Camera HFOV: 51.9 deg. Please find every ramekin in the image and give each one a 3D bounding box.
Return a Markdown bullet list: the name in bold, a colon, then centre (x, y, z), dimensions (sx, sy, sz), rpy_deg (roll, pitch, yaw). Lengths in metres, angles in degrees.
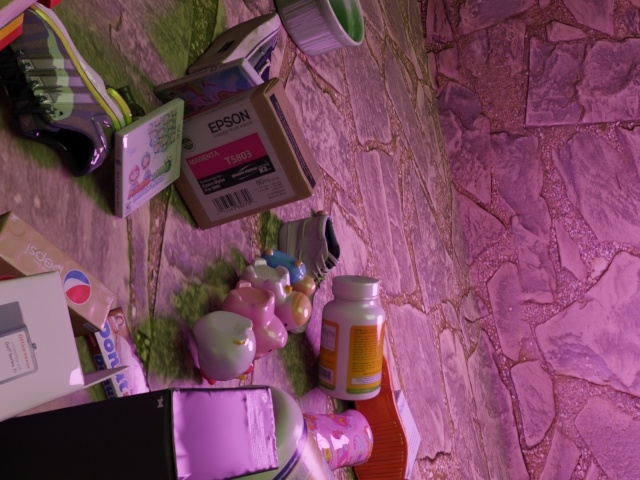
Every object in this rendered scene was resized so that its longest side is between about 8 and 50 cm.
- **ramekin**: centre (-0.008, -0.663, 1.822), dimensions (0.303, 0.148, 0.303), rpy_deg (44, 38, -49)

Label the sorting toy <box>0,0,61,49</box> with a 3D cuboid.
- **sorting toy**: centre (-0.401, -0.336, 0.725), dimensions (0.255, 0.089, 0.257), rpy_deg (30, 49, -6)

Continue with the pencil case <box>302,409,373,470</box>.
- **pencil case**: centre (0.000, 0.391, 1.266), dimensions (0.284, 0.124, 0.124), rpy_deg (23, 55, -61)

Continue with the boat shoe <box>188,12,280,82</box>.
- **boat shoe**: centre (-0.154, -0.352, 1.387), dimensions (0.340, 0.127, 0.158), rpy_deg (-61, 138, -47)

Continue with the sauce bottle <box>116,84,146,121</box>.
- **sauce bottle**: centre (-0.296, -0.185, 1.062), dimensions (0.128, 0.042, 0.042), rpy_deg (66, 26, -14)

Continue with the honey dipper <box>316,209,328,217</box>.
- **honey dipper**: centre (0.000, 0.000, 1.596), dimensions (0.030, 0.030, 0.161), rpy_deg (45, 40, -47)

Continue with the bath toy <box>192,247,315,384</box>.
- **bath toy**: centre (-0.114, 0.143, 1.169), dimensions (0.129, 0.151, 0.348), rpy_deg (-68, 172, 26)

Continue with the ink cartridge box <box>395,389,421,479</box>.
- **ink cartridge box**: centre (0.207, 0.541, 1.700), dimensions (0.224, 0.045, 0.223), rpy_deg (68, 25, -14)

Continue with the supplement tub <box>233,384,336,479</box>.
- **supplement tub**: centre (-0.081, 0.401, 0.933), dimensions (0.331, 0.241, 0.241), rpy_deg (66, 26, -19)

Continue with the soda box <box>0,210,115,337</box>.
- **soda box**: centre (-0.341, 0.046, 0.808), dimensions (0.181, 0.058, 0.061), rpy_deg (52, 33, -41)

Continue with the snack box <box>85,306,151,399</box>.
- **snack box**: centre (-0.274, 0.186, 0.912), dimensions (0.064, 0.022, 0.178), rpy_deg (-30, 103, -64)

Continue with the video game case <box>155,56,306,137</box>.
- **video game case**: centre (-0.159, -0.227, 1.191), dimensions (0.212, 0.193, 0.023), rpy_deg (47, 44, -46)

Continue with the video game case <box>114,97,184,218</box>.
- **video game case**: centre (-0.261, -0.128, 1.010), dimensions (0.157, 0.019, 0.143), rpy_deg (-51, 159, -52)

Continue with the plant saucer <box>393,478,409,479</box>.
- **plant saucer**: centre (0.025, 0.528, 1.083), dimensions (0.047, 0.258, 0.259), rpy_deg (43, 37, -27)

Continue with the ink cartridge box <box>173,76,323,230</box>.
- **ink cartridge box**: centre (-0.141, -0.142, 1.128), dimensions (0.193, 0.234, 0.088), rpy_deg (63, 26, -23)

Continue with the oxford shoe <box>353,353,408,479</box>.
- **oxford shoe**: centre (0.138, 0.423, 1.533), dimensions (0.133, 0.129, 0.364), rpy_deg (31, 55, -79)

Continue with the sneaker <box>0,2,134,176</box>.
- **sneaker**: centre (-0.365, -0.205, 0.851), dimensions (0.300, 0.111, 0.121), rpy_deg (49, 38, -41)

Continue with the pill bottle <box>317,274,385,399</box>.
- **pill bottle**: centre (0.068, 0.203, 1.407), dimensions (0.136, 0.136, 0.246), rpy_deg (-12, 107, -66)

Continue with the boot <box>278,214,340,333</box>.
- **boot**: centre (-0.019, 0.064, 1.401), dimensions (0.095, 0.123, 0.258), rpy_deg (34, 47, -55)

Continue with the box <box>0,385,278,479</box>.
- **box**: centre (-0.207, 0.231, 0.739), dimensions (0.184, 0.261, 0.103), rpy_deg (25, 54, -59)

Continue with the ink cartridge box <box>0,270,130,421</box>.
- **ink cartridge box**: centre (-0.357, 0.112, 0.555), dimensions (0.353, 0.207, 0.119), rpy_deg (-10, 87, -67)
